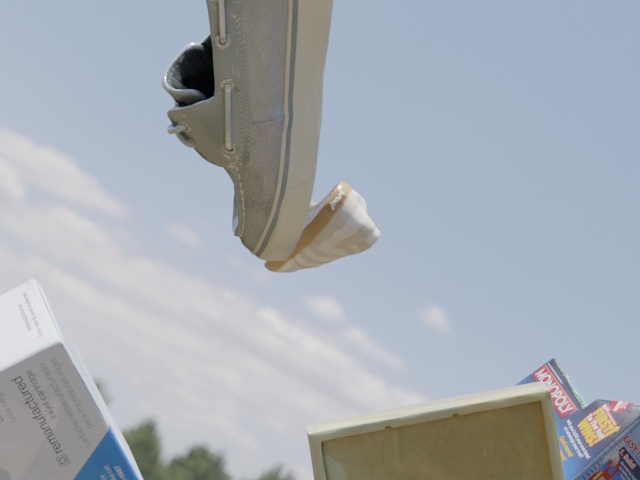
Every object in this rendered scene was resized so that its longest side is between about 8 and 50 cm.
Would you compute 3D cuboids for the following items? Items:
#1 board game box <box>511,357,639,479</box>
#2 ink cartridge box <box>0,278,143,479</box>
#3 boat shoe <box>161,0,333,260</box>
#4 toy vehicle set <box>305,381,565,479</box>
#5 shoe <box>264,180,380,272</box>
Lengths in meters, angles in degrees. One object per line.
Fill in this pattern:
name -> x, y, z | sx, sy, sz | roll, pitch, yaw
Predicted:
board game box -> 0.202, 0.191, 1.576 | 0.060, 0.194, 0.194 | 51, 8, -26
ink cartridge box -> -0.337, 0.212, 1.661 | 0.223, 0.307, 0.129 | 67, -7, -32
boat shoe -> -0.041, -0.084, 0.943 | 0.081, 0.079, 0.227 | 1, -49, -6
toy vehicle set -> 0.092, 0.241, 1.241 | 0.166, 0.266, 0.035 | -9, 4, -3
shoe -> 0.000, 0.000, 1.704 | 0.058, 0.076, 0.219 | 33, -16, -8
